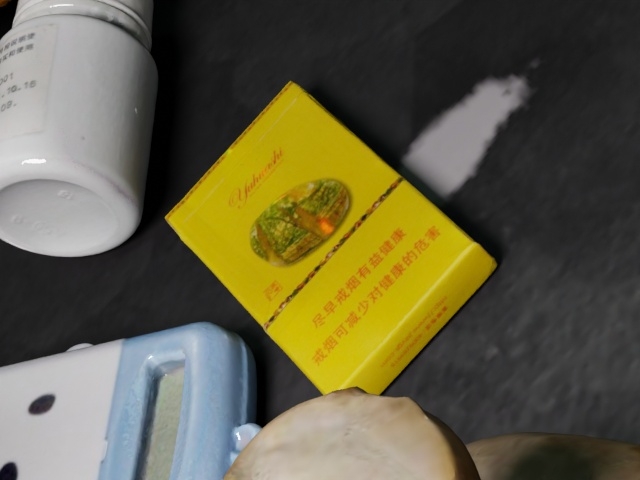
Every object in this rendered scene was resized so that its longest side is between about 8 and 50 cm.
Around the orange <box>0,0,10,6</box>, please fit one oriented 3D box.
[{"bbox_3d":[-0.201,-0.200,0.976,0.219,0.193,0.219,-19,28,10],"label":"orange"}]

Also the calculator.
[{"bbox_3d":[-0.108,0.101,0.807,0.210,0.039,0.121,-14,55,32],"label":"calculator"}]

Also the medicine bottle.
[{"bbox_3d":[-0.117,-0.065,0.901,0.080,0.080,0.130,-18,50,29],"label":"medicine bottle"}]

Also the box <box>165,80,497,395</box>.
[{"bbox_3d":[0.000,0.000,0.801,0.087,0.023,0.155,-49,42,4],"label":"box"}]

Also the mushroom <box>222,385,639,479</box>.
[{"bbox_3d":[0.051,0.145,0.539,0.206,0.209,0.206,-4,74,14],"label":"mushroom"}]
